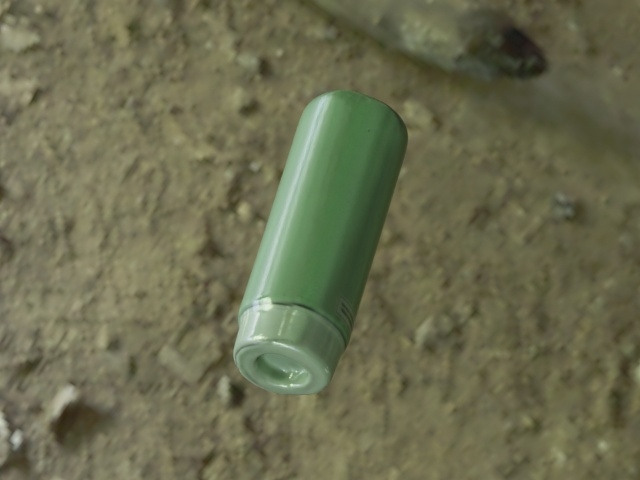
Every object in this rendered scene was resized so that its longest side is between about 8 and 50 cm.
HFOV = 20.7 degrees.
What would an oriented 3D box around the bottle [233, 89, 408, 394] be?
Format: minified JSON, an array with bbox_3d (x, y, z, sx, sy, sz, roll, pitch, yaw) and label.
[{"bbox_3d":[0.000,0.000,0.459,0.030,0.030,0.083,26,54,-13],"label":"bottle"}]
